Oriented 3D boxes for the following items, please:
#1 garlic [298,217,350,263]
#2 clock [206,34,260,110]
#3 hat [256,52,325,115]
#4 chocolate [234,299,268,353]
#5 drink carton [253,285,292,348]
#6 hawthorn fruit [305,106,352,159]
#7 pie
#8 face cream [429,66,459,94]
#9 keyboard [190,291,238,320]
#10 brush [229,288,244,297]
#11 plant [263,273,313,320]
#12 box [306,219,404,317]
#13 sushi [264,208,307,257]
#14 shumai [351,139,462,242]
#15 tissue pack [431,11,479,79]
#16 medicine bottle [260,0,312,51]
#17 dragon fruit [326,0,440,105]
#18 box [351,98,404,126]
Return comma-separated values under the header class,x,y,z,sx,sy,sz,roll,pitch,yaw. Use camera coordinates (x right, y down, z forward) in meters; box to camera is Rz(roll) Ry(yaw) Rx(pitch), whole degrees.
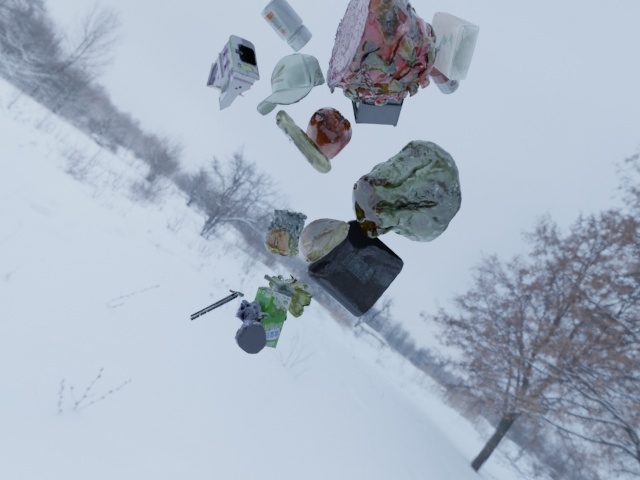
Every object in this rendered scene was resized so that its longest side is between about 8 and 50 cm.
class,x,y,z,sx,sy,sz,roll,pitch,yaw
garlic,-0.007,-0.005,1.251,0.102,0.196,0.086,7,-61,34
clock,-0.446,-0.819,2.217,0.166,0.235,0.310,7,-26,-39
hat,-0.156,-0.630,1.788,0.258,0.301,0.168,-8,-58,47
chocolate,-0.281,0.333,1.823,0.126,0.148,0.343,59,-1,-18
drink carton,-0.250,0.360,2.082,0.108,0.270,0.161,9,-13,34
hawthorn fruit,0.021,-0.464,2.051,0.211,0.299,0.211,19,37,-15
pie,-0.064,-0.386,1.786,0.337,0.075,0.337,47,7,-7
face cream,0.523,-0.705,1.889,0.096,0.095,0.214,35,14,26
keyboard,-0.468,0.292,1.960,0.023,0.231,0.072,65,-13,-9
brush,-0.389,0.243,2.059,0.021,0.018,0.083,-13,-33,39
plant,-0.201,0.263,2.411,0.296,0.306,0.261,69,27,-17
box,0.132,0.103,1.676,0.289,0.290,0.073,41,-13,-2
sushi,-0.134,-0.031,1.771,0.140,0.184,0.274,13,1,3
shumai,0.280,-0.152,1.591,0.324,0.324,0.397,50,-39,37
tissue pack,0.444,-0.679,1.533,0.071,0.170,0.325,2,33,-5
medicine bottle,-0.165,-1.079,2.206,0.252,0.144,0.144,40,-6,-26
dragon fruit,0.187,-0.520,1.206,0.263,0.295,0.314,12,-5,-17
box,0.264,-0.750,2.104,0.205,0.345,0.251,0,-37,-8
